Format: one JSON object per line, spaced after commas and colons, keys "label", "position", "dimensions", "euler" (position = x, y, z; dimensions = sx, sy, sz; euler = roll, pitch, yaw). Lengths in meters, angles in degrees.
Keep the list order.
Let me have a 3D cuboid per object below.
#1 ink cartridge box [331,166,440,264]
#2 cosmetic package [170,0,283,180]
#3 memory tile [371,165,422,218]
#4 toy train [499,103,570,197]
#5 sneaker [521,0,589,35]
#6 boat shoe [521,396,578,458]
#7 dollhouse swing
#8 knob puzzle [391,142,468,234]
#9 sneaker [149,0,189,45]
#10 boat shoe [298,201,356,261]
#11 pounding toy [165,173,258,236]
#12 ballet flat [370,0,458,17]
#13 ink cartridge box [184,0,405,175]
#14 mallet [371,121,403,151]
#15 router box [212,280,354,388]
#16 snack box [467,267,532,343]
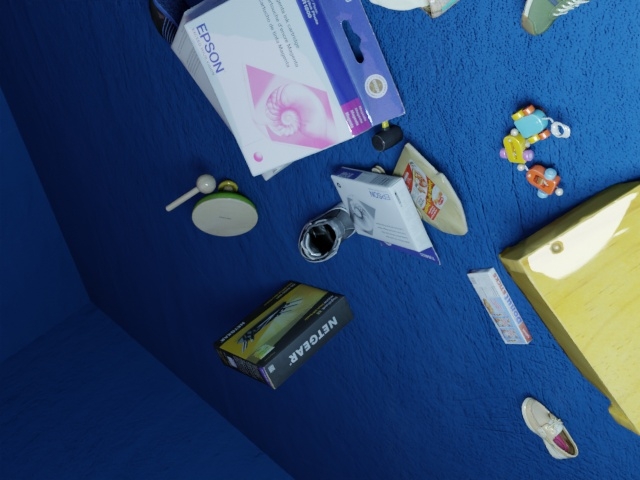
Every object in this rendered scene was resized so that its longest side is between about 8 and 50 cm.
{"label": "ink cartridge box", "position": [0.136, -0.045, 1.639], "dimensions": [0.223, 0.045, 0.224], "euler": [18, 142, 57]}
{"label": "cosmetic package", "position": [-0.145, -0.332, 1.641], "dimensions": [0.365, 0.155, 0.197], "euler": [54, 159, -6]}
{"label": "memory tile", "position": [0.154, -0.087, 1.625], "dimensions": [0.148, 0.012, 0.113], "euler": [50, 163, 8]}
{"label": "toy train", "position": [0.361, -0.153, 1.252], "dimensions": [0.125, 0.046, 0.166], "euler": [35, 150, 26]}
{"label": "sneaker", "position": [0.343, -0.343, 1.040], "dimensions": [0.086, 0.064, 0.192], "euler": [45, 148, 22]}
{"label": "boat shoe", "position": [0.500, 0.405, 1.658], "dimensions": [0.170, 0.063, 0.059], "euler": [50, 150, -16]}
{"label": "dollhouse swing", "position": [0.505, 0.091, 1.300], "dimensions": [0.315, 0.305, 0.347], "euler": [-35, 92, 20]}
{"label": "knob puzzle", "position": [0.225, -0.090, 1.507], "dimensions": [0.213, 0.030, 0.213], "euler": [46, 162, 20]}
{"label": "sneaker", "position": [-0.331, -0.493, 1.832], "dimensions": [0.232, 0.081, 0.090], "euler": [58, 154, 4]}
{"label": "boat shoe", "position": [0.000, 0.000, 1.873], "dimensions": [0.108, 0.102, 0.301], "euler": [53, 151, -2]}
{"label": "pounding toy", "position": [-0.285, -0.115, 2.134], "dimensions": [0.183, 0.110, 0.237], "euler": [-28, 139, 32]}
{"label": "ballet flat", "position": [0.089, -0.437, 1.237], "dimensions": [0.316, 0.106, 0.107], "euler": [31, 170, 34]}
{"label": "ink cartridge box", "position": [-0.053, -0.322, 1.437], "dimensions": [0.330, 0.071, 0.324], "euler": [-19, 101, 29]}
{"label": "mallet", "position": [0.124, -0.269, 1.478], "dimensions": [0.039, 0.062, 0.189], "euler": [16, 120, 45]}
{"label": "router box", "position": [-0.101, 0.245, 2.077], "dimensions": [0.243, 0.309, 0.081], "euler": [12, 133, 49]}
{"label": "snack box", "position": [0.369, 0.137, 1.580], "dimensions": [0.064, 0.022, 0.178], "euler": [-11, 113, 57]}
